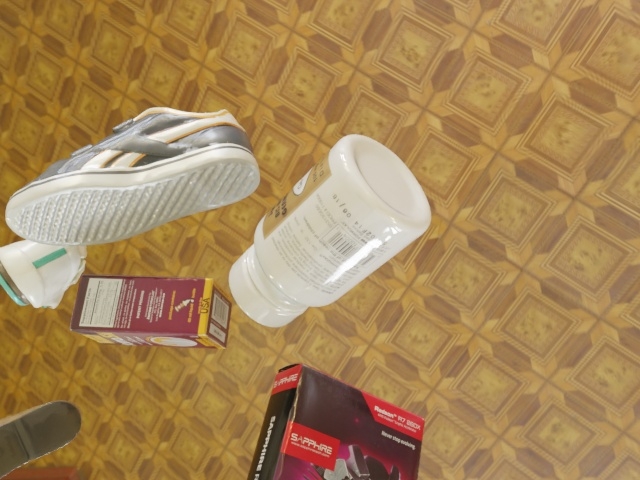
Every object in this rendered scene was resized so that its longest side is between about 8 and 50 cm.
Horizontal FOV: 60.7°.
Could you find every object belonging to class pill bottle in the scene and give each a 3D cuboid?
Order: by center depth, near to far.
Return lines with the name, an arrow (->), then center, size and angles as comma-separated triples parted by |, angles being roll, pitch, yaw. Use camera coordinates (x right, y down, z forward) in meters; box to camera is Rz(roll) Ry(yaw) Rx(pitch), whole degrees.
pill bottle -> 0.000, 0.000, 0.622 | 0.229, 0.131, 0.131 | -42, 85, 32

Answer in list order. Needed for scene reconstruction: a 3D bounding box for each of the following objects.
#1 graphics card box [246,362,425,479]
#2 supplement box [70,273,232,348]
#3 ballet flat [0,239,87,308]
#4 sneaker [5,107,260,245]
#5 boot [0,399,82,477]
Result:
graphics card box -> 0.006, 0.380, 0.731 | 0.233, 0.371, 0.094 | 30, 146, -20
supplement box -> -0.231, 0.101, 0.764 | 0.188, 0.104, 0.080 | 1, 68, 7
ballet flat -> -0.468, 0.044, 0.946 | 0.400, 0.139, 0.139 | -7, 101, 64
sneaker -> -0.248, -0.089, 0.734 | 0.321, 0.126, 0.127 | -14, 56, -6
boot -> -0.577, 0.363, 0.960 | 0.305, 0.115, 0.112 | -16, 88, -21
